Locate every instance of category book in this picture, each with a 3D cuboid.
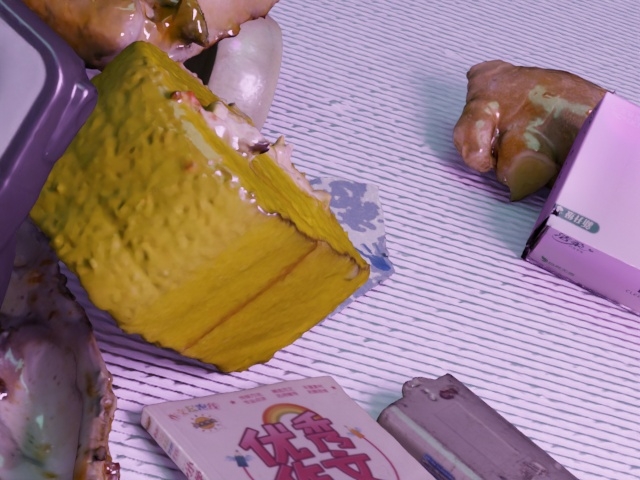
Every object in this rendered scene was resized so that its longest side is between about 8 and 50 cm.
[{"bbox_3d":[0.009,0.166,1.076,0.162,0.022,0.232,-4,34,-39],"label":"book"}]

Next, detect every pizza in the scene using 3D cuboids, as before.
[{"bbox_3d":[-0.180,-0.241,1.304,0.435,0.080,0.392,7,33,-3],"label":"pizza"}]

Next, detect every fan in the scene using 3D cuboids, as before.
[{"bbox_3d":[0.000,0.000,1.356,0.131,0.009,0.240,25,32,1],"label":"fan"}]

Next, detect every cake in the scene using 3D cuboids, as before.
[{"bbox_3d":[-0.085,-0.022,1.132,0.179,0.156,0.260,57,9,24],"label":"cake"}]

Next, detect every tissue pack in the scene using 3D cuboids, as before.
[{"bbox_3d":[0.318,-0.006,1.443,0.246,0.092,0.148,26,67,3],"label":"tissue pack"}]

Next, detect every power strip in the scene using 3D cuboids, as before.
[{"bbox_3d":[0.154,0.190,1.157,0.268,0.034,0.092,39,34,22],"label":"power strip"}]

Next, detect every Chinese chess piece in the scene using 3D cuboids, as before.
[{"bbox_3d":[-0.080,-0.122,1.353,0.058,0.144,0.144,17,32,-20],"label":"Chinese chess piece"}]

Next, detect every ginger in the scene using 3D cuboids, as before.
[{"bbox_3d":[0.228,-0.097,1.567,0.216,0.102,0.157,19,39,-9],"label":"ginger"}]

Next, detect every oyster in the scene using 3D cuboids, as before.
[{"bbox_3d":[-0.194,0.096,1.033,0.129,0.078,0.345,-12,44,-18],"label":"oyster"}]

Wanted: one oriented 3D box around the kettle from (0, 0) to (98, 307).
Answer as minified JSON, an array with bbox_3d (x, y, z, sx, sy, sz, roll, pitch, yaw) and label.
[{"bbox_3d":[-0.346,-0.058,0.905,0.377,0.361,0.250,31,-4,6],"label":"kettle"}]
